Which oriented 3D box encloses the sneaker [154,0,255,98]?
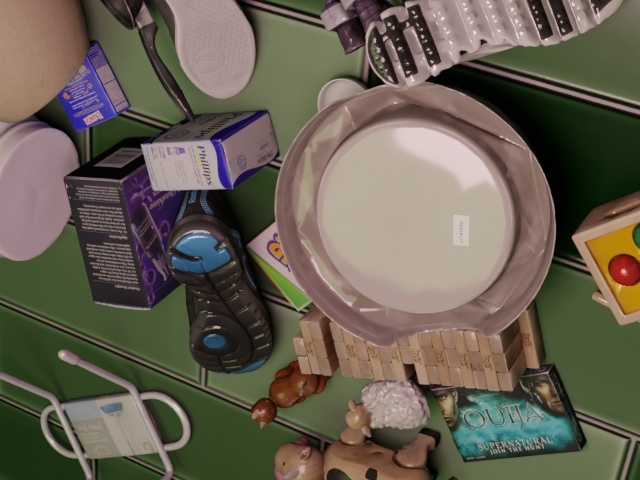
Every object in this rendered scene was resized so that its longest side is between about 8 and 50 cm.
[{"bbox_3d":[-0.171,-0.325,1.564,0.104,0.147,0.296,-26,136,0],"label":"sneaker"}]

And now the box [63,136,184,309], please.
[{"bbox_3d":[-0.266,-0.026,1.744,0.108,0.153,0.207,5,119,29],"label":"box"}]

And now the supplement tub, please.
[{"bbox_3d":[-0.557,-0.112,1.817,0.331,0.241,0.241,17,124,23],"label":"supplement tub"}]

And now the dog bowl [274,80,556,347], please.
[{"bbox_3d":[0.123,-0.037,1.492,0.348,0.102,0.349,7,112,17],"label":"dog bowl"}]

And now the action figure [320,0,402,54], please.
[{"bbox_3d":[-0.011,-0.364,1.439,0.185,0.099,0.285,-29,95,46],"label":"action figure"}]

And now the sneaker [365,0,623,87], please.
[{"bbox_3d":[0.197,-0.257,1.366,0.292,0.118,0.110,-14,95,16],"label":"sneaker"}]

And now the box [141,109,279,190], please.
[{"bbox_3d":[-0.149,-0.123,1.635,0.137,0.126,0.072,0,114,31],"label":"box"}]

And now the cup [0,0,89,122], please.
[{"bbox_3d":[-0.455,-0.298,1.634,0.331,0.331,0.237,-15,131,37],"label":"cup"}]

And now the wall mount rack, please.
[{"bbox_3d":[-0.401,0.298,2.022,0.350,0.130,0.304,-12,109,35],"label":"wall mount rack"}]

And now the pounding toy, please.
[{"bbox_3d":[0.386,0.056,1.427,0.181,0.094,0.206,-23,102,38],"label":"pounding toy"}]

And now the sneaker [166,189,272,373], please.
[{"bbox_3d":[-0.139,0.063,1.749,0.125,0.140,0.341,-5,136,2],"label":"sneaker"}]

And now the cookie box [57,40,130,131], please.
[{"bbox_3d":[-0.340,-0.223,1.750,0.091,0.040,0.107,-15,107,36],"label":"cookie box"}]

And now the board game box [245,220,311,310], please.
[{"bbox_3d":[0.000,0.000,1.674,0.124,0.039,0.259,51,132,-2],"label":"board game box"}]

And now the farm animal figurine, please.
[{"bbox_3d":[0.028,0.344,1.752,0.326,0.172,0.330,0,116,33],"label":"farm animal figurine"}]

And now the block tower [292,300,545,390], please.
[{"bbox_3d":[0.126,0.134,1.631,0.335,0.097,0.091,0,116,30],"label":"block tower"}]

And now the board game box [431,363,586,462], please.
[{"bbox_3d":[0.256,0.239,1.653,0.186,0.026,0.126,-15,108,36],"label":"board game box"}]

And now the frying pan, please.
[{"bbox_3d":[-0.255,-0.320,1.565,0.326,0.053,0.197,50,169,17],"label":"frying pan"}]

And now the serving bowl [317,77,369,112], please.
[{"bbox_3d":[0.039,-0.173,1.554,0.083,0.027,0.083,15,123,24],"label":"serving bowl"}]
